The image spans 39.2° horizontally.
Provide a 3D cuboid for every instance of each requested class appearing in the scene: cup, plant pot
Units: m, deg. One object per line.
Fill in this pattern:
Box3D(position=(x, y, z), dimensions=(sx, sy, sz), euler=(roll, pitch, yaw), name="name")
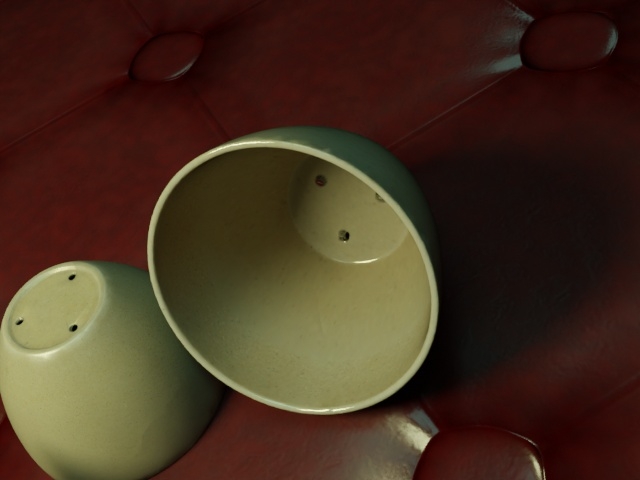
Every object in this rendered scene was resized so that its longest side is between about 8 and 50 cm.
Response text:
Box3D(position=(0.000, 0.000, 1.051), dimensions=(0.331, 0.331, 0.237), euler=(-1, 25, 21), name="cup")
Box3D(position=(-0.279, 0.135, 1.097), dimensions=(0.284, 0.191, 0.284), euler=(-11, 49, 13), name="plant pot")
